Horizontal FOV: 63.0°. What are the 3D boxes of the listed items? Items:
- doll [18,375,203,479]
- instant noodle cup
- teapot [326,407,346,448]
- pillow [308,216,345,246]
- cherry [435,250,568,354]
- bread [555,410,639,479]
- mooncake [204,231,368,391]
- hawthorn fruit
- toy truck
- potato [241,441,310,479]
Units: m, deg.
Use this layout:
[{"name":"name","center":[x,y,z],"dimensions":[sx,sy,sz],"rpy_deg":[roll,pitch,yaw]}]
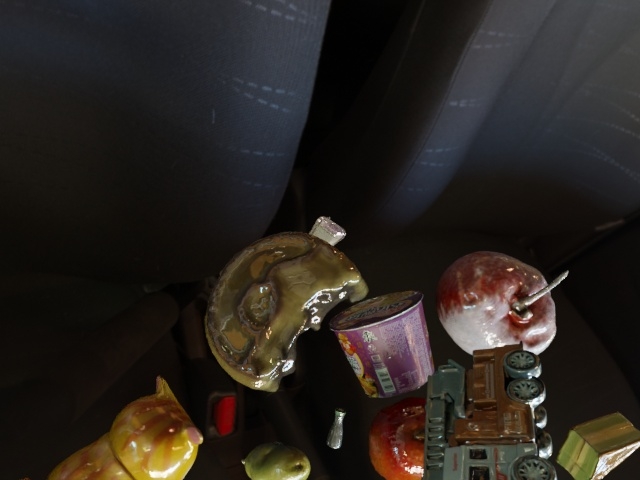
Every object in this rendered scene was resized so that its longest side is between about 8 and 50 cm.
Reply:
[{"name":"doll","center":[-0.319,0.369,0.846],"dimensions":[0.270,0.162,0.167],"rpy_deg":[-40,67,-17]},{"name":"instant noodle cup","center":[0.226,0.346,1.748],"dimensions":[0.340,0.340,0.265],"rpy_deg":[-24,97,-37]},{"name":"teapot","center":[0.046,0.503,1.411],"dimensions":[0.043,0.043,0.110],"rpy_deg":[2,107,-32]},{"name":"pillow","center":[0.000,0.000,2.133],"dimensions":[0.131,0.232,0.038],"rpy_deg":[35,37,-7]},{"name":"cherry","center":[0.478,0.184,1.438],"dimensions":[0.326,0.335,0.291],"rpy_deg":[35,82,18]},{"name":"bread","center":[0.515,0.380,0.957],"dimensions":[0.139,0.084,0.074],"rpy_deg":[-5,29,-28]},{"name":"mooncake","center":[-0.082,0.181,1.317],"dimensions":[0.393,0.246,0.393],"rpy_deg":[-2,67,11]},{"name":"hawthorn fruit","center":[0.286,0.588,1.529],"dimensions":[0.287,0.330,0.287],"rpy_deg":[0,64,1]},{"name":"toy truck","center":[0.238,0.304,0.755],"dimensions":[0.338,0.185,0.133],"rpy_deg":[-62,139,-57]},{"name":"potato","center":[-0.135,0.722,1.676],"dimensions":[0.169,0.248,0.143],"rpy_deg":[-7,79,-43]}]
